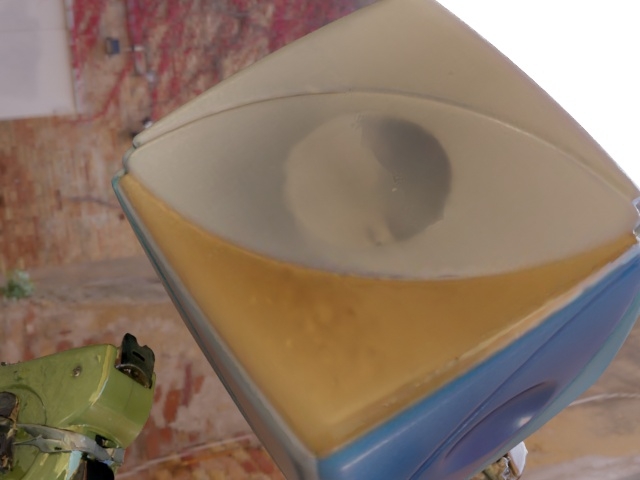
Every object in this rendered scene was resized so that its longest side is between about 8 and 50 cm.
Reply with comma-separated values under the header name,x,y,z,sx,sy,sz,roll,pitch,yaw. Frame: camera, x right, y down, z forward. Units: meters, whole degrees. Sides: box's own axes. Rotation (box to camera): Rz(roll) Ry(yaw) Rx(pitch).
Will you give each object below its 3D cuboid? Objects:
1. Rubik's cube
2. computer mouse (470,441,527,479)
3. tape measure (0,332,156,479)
name,x,y,z,sx,sy,sz,roll,pitch,yaw
Rubik's cube,0.056,0.034,0.858,0.347,0.352,0.351,53,-9,27
computer mouse,0.206,0.289,1.484,0.389,0.200,0.115,52,-39,41
tape measure,-0.221,0.158,0.704,0.087,0.178,0.154,45,39,-49
